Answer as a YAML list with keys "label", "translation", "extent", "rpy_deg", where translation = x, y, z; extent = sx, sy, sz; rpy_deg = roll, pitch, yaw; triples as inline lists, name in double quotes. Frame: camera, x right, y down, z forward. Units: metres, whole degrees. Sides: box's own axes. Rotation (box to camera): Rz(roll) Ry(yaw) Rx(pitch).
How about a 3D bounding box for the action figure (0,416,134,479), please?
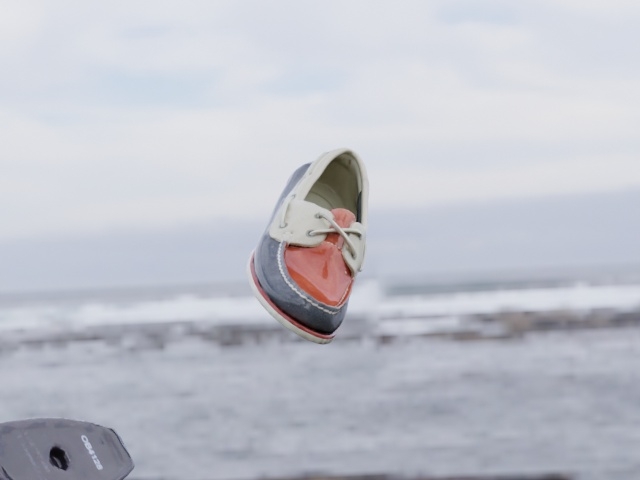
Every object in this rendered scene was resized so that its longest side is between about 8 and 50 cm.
- label: "action figure"
  translation: [-0.214, 0.137, 0.761]
  extent: [0.285, 0.185, 0.099]
  rpy_deg: [-38, -3, 26]

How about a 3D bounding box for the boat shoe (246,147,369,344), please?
- label: "boat shoe"
  translation: [0.000, 0.000, 0.868]
  extent: [0.049, 0.043, 0.137]
  rpy_deg: [36, 22, -12]
